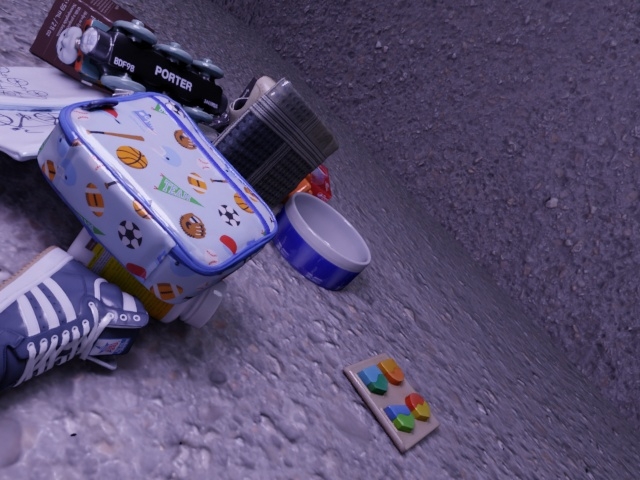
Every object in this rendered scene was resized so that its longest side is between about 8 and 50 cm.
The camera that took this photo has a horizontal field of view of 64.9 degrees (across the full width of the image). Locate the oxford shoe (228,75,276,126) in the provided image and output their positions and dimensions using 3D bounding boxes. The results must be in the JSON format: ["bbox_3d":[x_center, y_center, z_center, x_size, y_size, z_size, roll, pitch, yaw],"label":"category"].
[{"bbox_3d":[-0.160,-0.270,1.218,0.140,0.397,0.146,-39,100,-31],"label":"oxford shoe"}]

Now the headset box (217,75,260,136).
[{"bbox_3d":[-0.165,-0.352,1.547,0.110,0.218,0.293,51,22,26],"label":"headset box"}]

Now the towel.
[{"bbox_3d":[-0.124,-0.157,1.032,0.056,0.312,0.324,49,6,20],"label":"towel"}]

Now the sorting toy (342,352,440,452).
[{"bbox_3d":[0.155,0.320,1.040,0.193,0.038,0.208,52,22,24],"label":"sorting toy"}]

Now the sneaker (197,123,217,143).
[{"bbox_3d":[-0.363,-0.240,1.169,0.235,0.094,0.090,18,29,-7],"label":"sneaker"}]

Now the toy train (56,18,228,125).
[{"bbox_3d":[-0.341,-0.323,0.999,0.190,0.142,0.334,13,2,32],"label":"toy train"}]

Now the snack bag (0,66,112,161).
[{"bbox_3d":[-0.447,-0.216,0.810,0.343,0.037,0.323,28,25,19],"label":"snack bag"}]

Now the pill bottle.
[{"bbox_3d":[-0.251,0.043,0.744,0.215,0.117,0.117,35,21,-19],"label":"pill bottle"}]

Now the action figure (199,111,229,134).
[{"bbox_3d":[-0.316,-0.326,1.325,0.141,0.164,0.275,45,8,-23],"label":"action figure"}]

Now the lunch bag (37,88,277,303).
[{"bbox_3d":[-0.211,-0.076,0.702,0.303,0.115,0.243,50,32,1],"label":"lunch bag"}]

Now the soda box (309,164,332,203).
[{"bbox_3d":[-0.027,-0.184,1.642,0.083,0.092,0.263,36,21,-19],"label":"soda box"}]

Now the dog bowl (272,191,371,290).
[{"bbox_3d":[0.000,0.000,1.305,0.265,0.104,0.264,36,22,-17],"label":"dog bowl"}]

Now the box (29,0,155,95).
[{"bbox_3d":[-0.533,-0.476,1.197,0.203,0.168,0.167,31,23,-28],"label":"box"}]

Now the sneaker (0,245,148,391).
[{"bbox_3d":[-0.293,0.114,0.554,0.153,0.099,0.282,35,19,-15],"label":"sneaker"}]

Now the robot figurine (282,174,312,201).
[{"bbox_3d":[-0.115,-0.201,1.463,0.219,0.128,0.158,49,28,19],"label":"robot figurine"}]
